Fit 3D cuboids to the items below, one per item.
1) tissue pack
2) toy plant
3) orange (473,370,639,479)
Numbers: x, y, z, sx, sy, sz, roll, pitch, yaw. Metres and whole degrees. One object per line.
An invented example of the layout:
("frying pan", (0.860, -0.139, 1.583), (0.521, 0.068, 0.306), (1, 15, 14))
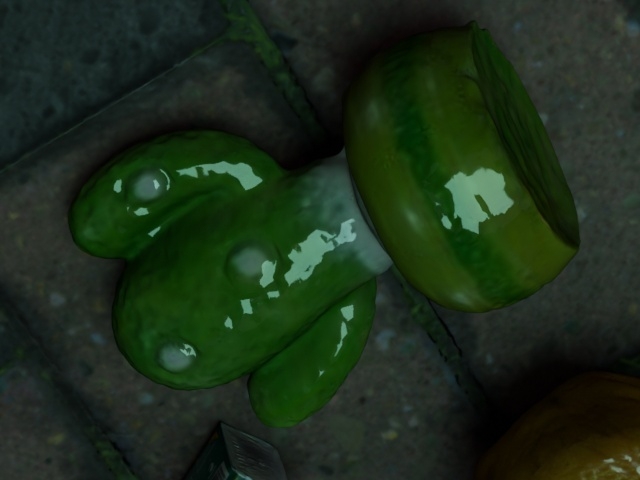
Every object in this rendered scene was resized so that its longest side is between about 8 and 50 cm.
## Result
("tissue pack", (-0.063, 0.204, 1.308), (0.079, 0.085, 0.111), (27, 103, -19))
("toy plant", (0.000, 0.000, 1.217), (0.316, 0.184, 0.224), (-23, 108, 17))
("orange", (0.228, 0.206, 1.309), (0.249, 0.183, 0.249), (3, 107, 9))
